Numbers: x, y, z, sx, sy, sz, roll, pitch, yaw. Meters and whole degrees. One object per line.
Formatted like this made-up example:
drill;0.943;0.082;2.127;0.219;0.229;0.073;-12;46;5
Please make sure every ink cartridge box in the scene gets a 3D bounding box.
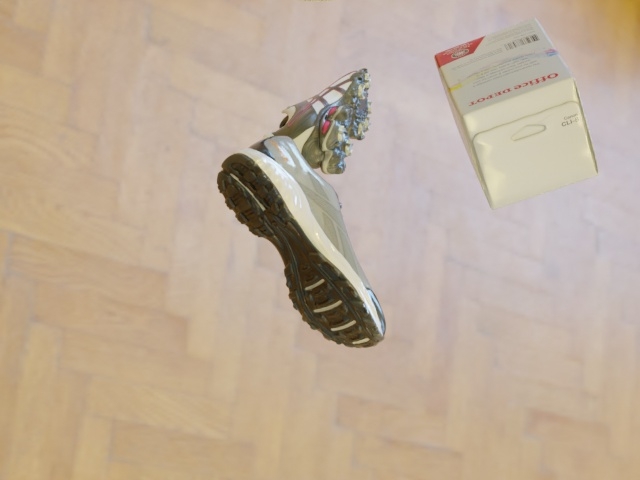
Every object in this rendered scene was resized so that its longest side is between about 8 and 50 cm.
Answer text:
ink cartridge box;0.214;-0.141;1.587;0.176;0.128;0.127;-99;169;-60

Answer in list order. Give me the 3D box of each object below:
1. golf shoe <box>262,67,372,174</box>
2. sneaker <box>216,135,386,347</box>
golf shoe;0.005;-0.186;2.099;0.273;0.120;0.105;-56;148;-61
sneaker;0.000;0.000;1.611;0.108;0.100;0.271;-40;103;-44
